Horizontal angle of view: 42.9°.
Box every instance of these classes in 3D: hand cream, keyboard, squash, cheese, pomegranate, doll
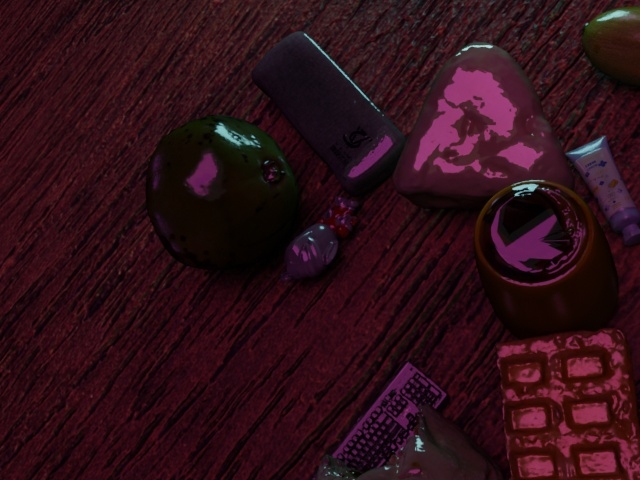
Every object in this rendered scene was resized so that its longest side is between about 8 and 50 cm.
[{"bbox_3d":[0.415,-0.072,1.170,0.065,0.043,0.171,-24,61,13],"label":"hand cream"},{"bbox_3d":[0.084,0.287,1.181,0.093,0.025,0.230,37,87,26],"label":"keyboard"},{"bbox_3d":[0.471,-0.287,1.187,0.186,0.123,0.123,19,79,26],"label":"squash"},{"bbox_3d":[0.259,-0.158,1.192,0.251,0.173,0.248,11,84,26],"label":"cheese"},{"bbox_3d":[-0.171,-0.068,1.306,0.270,0.254,0.254,-21,64,26],"label":"pomegranate"},{"bbox_3d":[0.000,0.000,1.299,0.094,0.079,0.180,23,67,42],"label":"doll"}]

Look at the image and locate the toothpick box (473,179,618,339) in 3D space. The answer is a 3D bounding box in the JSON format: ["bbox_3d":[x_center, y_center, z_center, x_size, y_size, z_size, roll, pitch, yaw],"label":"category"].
[{"bbox_3d":[0.289,0.031,1.052,0.174,0.271,0.175,-7,68,19],"label":"toothpick box"}]

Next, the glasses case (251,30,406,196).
[{"bbox_3d":[0.012,-0.219,1.372,0.131,0.074,0.323,-41,61,5],"label":"glasses case"}]

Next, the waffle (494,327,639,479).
[{"bbox_3d":[0.313,0.251,1.004,0.167,0.057,0.274,-10,69,20],"label":"waffle"}]

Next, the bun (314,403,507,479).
[{"bbox_3d":[0.108,0.367,1.027,0.281,0.205,0.282,-2,84,21],"label":"bun"}]
